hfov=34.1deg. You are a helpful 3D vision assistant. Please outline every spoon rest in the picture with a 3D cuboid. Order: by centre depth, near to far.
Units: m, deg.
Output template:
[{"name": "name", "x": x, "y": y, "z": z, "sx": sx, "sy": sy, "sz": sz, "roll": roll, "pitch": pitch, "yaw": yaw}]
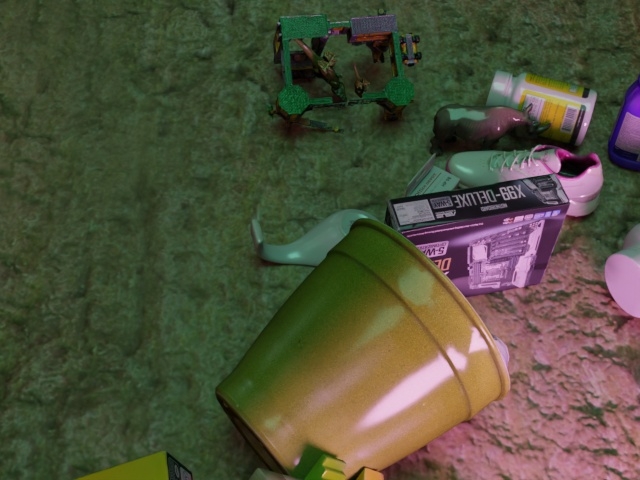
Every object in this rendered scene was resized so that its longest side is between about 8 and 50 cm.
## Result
[{"name": "spoon rest", "x": 0.000, "y": 0.000, "z": 1.939, "sx": 0.276, "sy": 0.084, "sz": 0.137, "roll": -1, "pitch": 53, "yaw": -21}]

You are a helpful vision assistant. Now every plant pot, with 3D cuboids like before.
[{"name": "plant pot", "x": 0.041, "y": 0.217, "z": 1.626, "sx": 0.353, "sy": 0.366, "sz": 0.366, "roll": -39, "pitch": 63, "yaw": -14}]

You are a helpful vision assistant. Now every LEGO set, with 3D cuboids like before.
[{"name": "LEGO set", "x": 0.033, "y": -0.345, "z": 2.167, "sx": 0.331, "sy": 0.192, "sz": 0.255, "roll": -13, "pitch": 84, "yaw": -9}]

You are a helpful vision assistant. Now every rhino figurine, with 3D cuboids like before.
[{"name": "rhino figurine", "x": 0.339, "y": -0.227, "z": 2.084, "sx": 0.243, "sy": 0.106, "sz": 0.073, "roll": -1, "pitch": 46, "yaw": 6}]

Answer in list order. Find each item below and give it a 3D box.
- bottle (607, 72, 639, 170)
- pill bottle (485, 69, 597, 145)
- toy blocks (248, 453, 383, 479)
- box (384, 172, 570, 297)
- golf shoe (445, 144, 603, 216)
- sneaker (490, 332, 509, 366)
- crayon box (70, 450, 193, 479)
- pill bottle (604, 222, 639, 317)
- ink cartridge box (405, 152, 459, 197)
[{"name": "bottle", "x": 0.647, "y": -0.258, "z": 2.031, "sx": 0.118, "sy": 0.283, "sz": 0.092, "roll": 12, "pitch": 53, "yaw": 8}, {"name": "pill bottle", "x": 0.448, "y": -0.276, "z": 2.137, "sx": 0.208, "sy": 0.119, "sz": 0.119, "roll": 17, "pitch": 54, "yaw": 9}, {"name": "toy blocks", "x": 0.045, "y": 0.452, "z": 1.407, "sx": 0.191, "sy": 0.381, "sz": 0.261, "roll": -54, "pitch": 44, "yaw": 7}, {"name": "box", "x": 0.259, "y": 0.006, "z": 1.834, "sx": 0.307, "sy": 0.242, "sz": 0.076, "roll": -9, "pitch": 54, "yaw": -11}, {"name": "golf shoe", "x": 0.398, "y": -0.142, "z": 2.020, "sx": 0.306, "sy": 0.140, "sz": 0.115, "roll": 10, "pitch": 54, "yaw": 6}, {"name": "sneaker", "x": 0.220, "y": 0.155, "z": 1.788, "sx": 0.237, "sy": 0.085, "sz": 0.086, "roll": 37, "pitch": 40, "yaw": 3}, {"name": "crayon box", "x": -0.319, "y": 0.513, "z": 1.441, "sx": 0.313, "sy": 0.106, "sz": 0.363, "roll": -20, "pitch": 52, "yaw": 9}, {"name": "pill bottle", "x": 0.679, "y": 0.019, "z": 1.885, "sx": 0.323, "sy": 0.181, "sz": 0.181, "roll": -24, "pitch": 58, "yaw": -20}, {"name": "ink cartridge box", "x": 0.199, "y": -0.061, "z": 1.919, "sx": 0.060, "sy": 0.180, "sz": 0.104, "roll": 30, "pitch": 57, "yaw": 18}]
